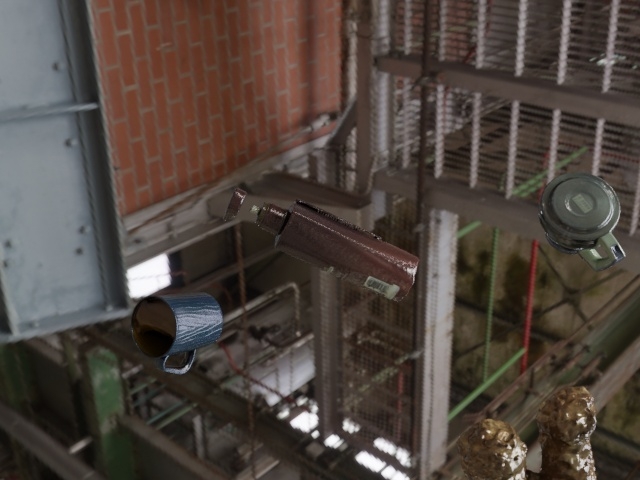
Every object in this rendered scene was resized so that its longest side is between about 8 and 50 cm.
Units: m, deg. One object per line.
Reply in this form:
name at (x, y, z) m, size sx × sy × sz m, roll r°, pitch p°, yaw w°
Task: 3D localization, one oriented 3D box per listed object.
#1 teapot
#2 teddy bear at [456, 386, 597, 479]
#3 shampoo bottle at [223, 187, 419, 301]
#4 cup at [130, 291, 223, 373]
teapot at (0.224, -0.011, 0.722) m, size 0.088 × 0.066 × 0.057 m, roll 56°, pitch -10°, yaw 24°
teddy bear at (0.285, 0.355, 0.975) m, size 0.222 × 0.246 × 0.296 m, roll -125°, pitch -162°, yaw -60°
shampoo bottle at (0.000, 0.000, 1.013) m, size 0.236 × 0.067 × 0.068 m, roll 25°, pitch -61°, yaw -6°
cup at (-0.274, 0.167, 1.591) m, size 0.113 × 0.138 × 0.150 m, roll 44°, pitch -67°, yaw 24°
